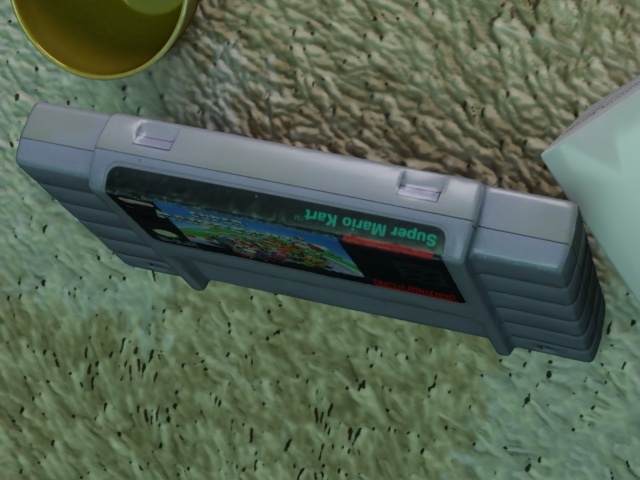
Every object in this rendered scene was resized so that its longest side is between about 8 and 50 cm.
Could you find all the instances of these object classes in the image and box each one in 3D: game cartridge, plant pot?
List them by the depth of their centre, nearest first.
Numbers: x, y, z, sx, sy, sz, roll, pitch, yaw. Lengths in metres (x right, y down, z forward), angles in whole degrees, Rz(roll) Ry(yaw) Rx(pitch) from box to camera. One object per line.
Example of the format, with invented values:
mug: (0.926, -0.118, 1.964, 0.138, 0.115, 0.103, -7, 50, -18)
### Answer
game cartridge: (0.000, 0.000, 1.138, 0.355, 0.230, 0.068, 11, 79, 17)
plant pot: (-0.133, -0.184, 1.203, 0.134, 0.095, 0.134, 5, 106, 19)

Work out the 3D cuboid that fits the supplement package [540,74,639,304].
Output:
supplement package: (0.299, -0.011, 1.067, 0.204, 0.145, 0.262, -34, 91, 24)
